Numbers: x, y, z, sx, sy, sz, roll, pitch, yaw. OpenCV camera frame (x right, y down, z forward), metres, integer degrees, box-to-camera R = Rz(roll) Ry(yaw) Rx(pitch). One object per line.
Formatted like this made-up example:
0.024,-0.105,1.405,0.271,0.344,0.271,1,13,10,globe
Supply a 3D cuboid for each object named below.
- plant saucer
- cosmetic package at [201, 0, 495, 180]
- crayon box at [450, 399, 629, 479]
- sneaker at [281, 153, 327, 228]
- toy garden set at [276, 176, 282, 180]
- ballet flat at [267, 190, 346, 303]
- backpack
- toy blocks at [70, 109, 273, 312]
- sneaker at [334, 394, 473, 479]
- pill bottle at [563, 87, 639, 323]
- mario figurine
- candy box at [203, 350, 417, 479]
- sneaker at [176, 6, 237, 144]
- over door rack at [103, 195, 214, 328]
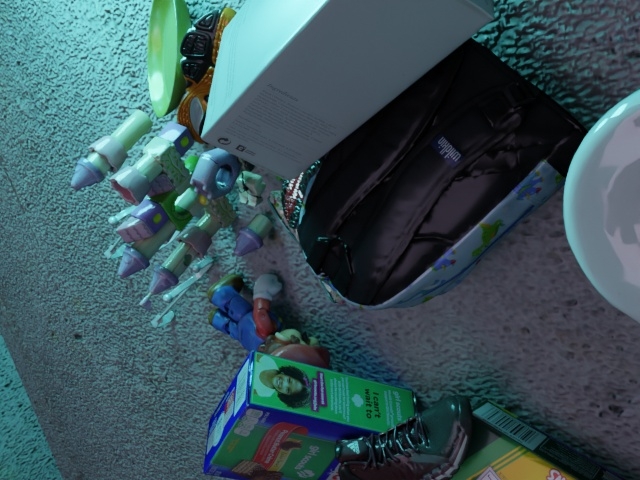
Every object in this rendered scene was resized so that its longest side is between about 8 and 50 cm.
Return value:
-0.275,-0.345,1.187,0.241,0.037,0.241,5,96,63,plant saucer
0.016,-0.263,0.795,0.385,0.156,0.217,-29,47,48,cosmetic package
0.339,0.476,0.985,0.363,0.106,0.313,27,106,31,crayon box
0.025,-0.126,1.032,0.262,0.125,0.104,-61,41,47,sneaker
-0.045,-0.246,1.082,0.244,0.049,0.204,-34,88,47,toy garden set
0.000,0.000,1.155,0.077,0.091,0.241,-33,92,16,ballet flat
0.132,-0.063,0.865,0.290,0.273,0.355,45,99,24,backpack
-0.279,-0.035,1.182,0.309,0.260,0.288,22,152,32,toy blocks
0.111,0.331,1.021,0.162,0.106,0.281,18,126,-12,sneaker
0.372,-0.074,0.563,0.204,0.361,0.204,20,124,34,pill bottle
-0.087,0.193,1.318,0.320,0.170,0.198,35,168,38,mario figurine
-0.022,0.349,1.186,0.317,0.122,0.268,15,133,-16,candy box
-0.176,-0.295,1.115,0.099,0.121,0.262,30,138,1,sneaker
-0.396,0.050,1.504,0.239,0.108,0.324,53,136,9,over door rack
